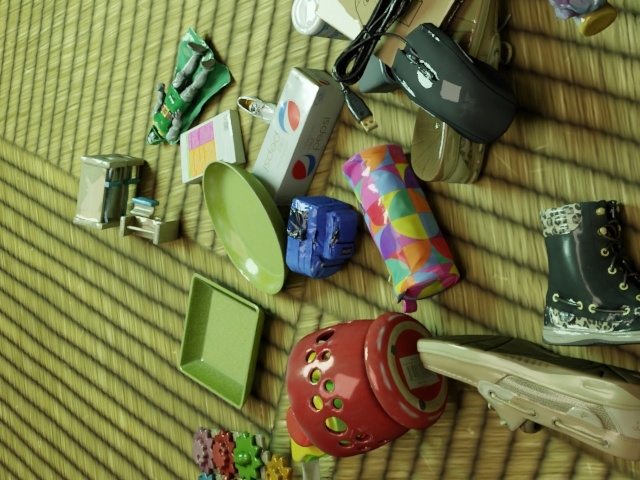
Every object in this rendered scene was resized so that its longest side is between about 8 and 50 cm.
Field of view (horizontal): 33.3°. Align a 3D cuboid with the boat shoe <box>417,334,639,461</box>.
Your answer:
[{"bbox_3d":[0.262,0.195,1.375,0.341,0.121,0.110,12,100,44],"label":"boat shoe"}]

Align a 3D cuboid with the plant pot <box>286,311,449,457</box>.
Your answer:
[{"bbox_3d":[0.074,0.198,1.526,0.174,0.191,0.191,-28,72,36],"label":"plant pot"}]

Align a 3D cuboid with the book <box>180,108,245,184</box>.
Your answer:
[{"bbox_3d":[-0.194,-0.164,1.892,0.144,0.035,0.096,-18,76,45],"label":"book"}]

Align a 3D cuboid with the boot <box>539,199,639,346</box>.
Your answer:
[{"bbox_3d":[0.363,0.036,1.288,0.236,0.085,0.179,-9,83,46],"label":"boot"}]

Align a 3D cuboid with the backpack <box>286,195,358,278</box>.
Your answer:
[{"bbox_3d":[0.000,0.000,1.652,0.101,0.098,0.120,22,107,39],"label":"backpack"}]

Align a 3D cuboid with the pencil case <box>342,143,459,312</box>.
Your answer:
[{"bbox_3d":[0.112,-0.021,1.536,0.104,0.104,0.236,-37,65,41],"label":"pencil case"}]

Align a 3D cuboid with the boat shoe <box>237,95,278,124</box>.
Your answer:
[{"bbox_3d":[-0.103,-0.220,1.790,0.100,0.035,0.035,34,116,40],"label":"boat shoe"}]

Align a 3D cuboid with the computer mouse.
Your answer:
[{"bbox_3d":[0.119,-0.199,1.401,0.262,0.060,0.184,50,116,21],"label":"computer mouse"}]

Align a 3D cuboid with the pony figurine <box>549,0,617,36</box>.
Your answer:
[{"bbox_3d":[0.281,-0.424,1.236,0.351,0.303,0.363,-26,66,4],"label":"pony figurine"}]

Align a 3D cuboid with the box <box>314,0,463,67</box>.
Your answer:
[{"bbox_3d":[0.096,-0.337,1.468,0.201,0.021,0.164,41,113,29],"label":"box"}]

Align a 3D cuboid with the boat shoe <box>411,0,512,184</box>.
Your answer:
[{"bbox_3d":[0.196,-0.218,1.458,0.104,0.089,0.285,31,111,57],"label":"boat shoe"}]

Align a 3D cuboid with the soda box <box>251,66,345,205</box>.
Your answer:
[{"bbox_3d":[-0.038,-0.164,1.703,0.074,0.069,0.216,42,120,36],"label":"soda box"}]

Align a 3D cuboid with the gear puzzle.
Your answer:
[{"bbox_3d":[-0.139,0.411,1.815,0.339,0.044,0.175,-10,85,56],"label":"gear puzzle"}]

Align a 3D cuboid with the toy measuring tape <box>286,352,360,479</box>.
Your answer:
[{"bbox_3d":[0.012,0.334,1.656,0.121,0.121,0.330,9,107,45],"label":"toy measuring tape"}]

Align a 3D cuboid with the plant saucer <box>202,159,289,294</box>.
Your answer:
[{"bbox_3d":[-0.115,-0.027,1.756,0.241,0.037,0.241,43,148,36],"label":"plant saucer"}]

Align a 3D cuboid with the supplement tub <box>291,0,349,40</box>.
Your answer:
[{"bbox_3d":[0.016,-0.339,1.609,0.071,0.107,0.071,3,95,47],"label":"supplement tub"}]

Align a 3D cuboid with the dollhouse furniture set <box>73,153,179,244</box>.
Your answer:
[{"bbox_3d":[-0.345,-0.081,2.009,0.183,0.129,0.129,13,102,20],"label":"dollhouse furniture set"}]

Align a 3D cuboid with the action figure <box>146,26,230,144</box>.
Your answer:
[{"bbox_3d":[-0.258,-0.253,1.936,0.137,0.063,0.232,57,132,24],"label":"action figure"}]

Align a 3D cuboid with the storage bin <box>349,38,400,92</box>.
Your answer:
[{"bbox_3d":[0.088,-0.277,1.557,0.091,0.098,0.135,-24,75,55],"label":"storage bin"}]

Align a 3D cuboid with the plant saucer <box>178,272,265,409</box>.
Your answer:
[{"bbox_3d":[-0.165,0.171,1.870,0.188,0.045,0.188,24,109,42],"label":"plant saucer"}]
